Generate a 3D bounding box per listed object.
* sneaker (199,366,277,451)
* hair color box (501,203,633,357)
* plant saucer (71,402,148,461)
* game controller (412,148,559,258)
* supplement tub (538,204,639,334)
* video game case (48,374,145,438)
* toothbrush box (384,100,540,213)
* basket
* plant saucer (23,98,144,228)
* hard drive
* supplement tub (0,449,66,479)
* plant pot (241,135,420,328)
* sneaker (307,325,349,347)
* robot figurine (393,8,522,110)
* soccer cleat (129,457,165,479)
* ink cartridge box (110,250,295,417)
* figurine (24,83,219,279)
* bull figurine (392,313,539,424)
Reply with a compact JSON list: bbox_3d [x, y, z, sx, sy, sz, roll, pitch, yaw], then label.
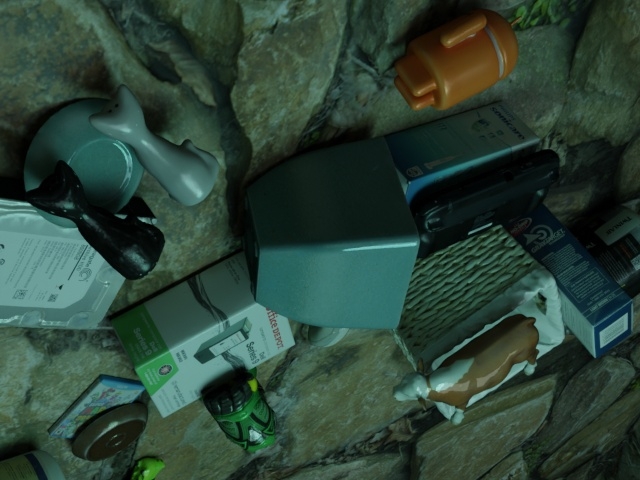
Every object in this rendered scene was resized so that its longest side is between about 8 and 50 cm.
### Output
[{"bbox_3d":[-0.161,0.335,1.971,0.134,0.146,0.343,-27,-175,-4],"label":"sneaker"},{"bbox_3d":[0.513,0.065,2.137,0.105,0.347,0.174,-34,148,-4],"label":"hair color box"},{"bbox_3d":[-0.411,0.387,1.993,0.168,0.029,0.168,-30,154,-17],"label":"plant saucer"},{"bbox_3d":[0.294,-0.066,1.826,0.319,0.067,0.166,-21,157,-21],"label":"game controller"},{"bbox_3d":[0.646,0.086,2.414,0.338,0.207,0.207,-35,147,-1],"label":"supplement tub"},{"bbox_3d":[-0.428,0.324,1.932,0.166,0.015,0.119,-46,146,15],"label":"video game case"},{"bbox_3d":[0.236,-0.111,1.871,0.295,0.126,0.216,-19,143,-23],"label":"toothbrush box"},{"bbox_3d":[0.309,0.147,2.137,0.331,0.266,0.328,-33,147,-2],"label":"basket"},{"bbox_3d":[-0.318,-0.101,1.410,0.195,0.037,0.195,-23,126,-35],"label":"plant saucer"},{"bbox_3d":[-0.434,0.026,1.488,0.339,0.064,0.237,8,123,-48],"label":"hard drive"},{"bbox_3d":[-0.623,0.532,1.826,0.316,0.228,0.228,-14,142,-29],"label":"supplement tub"},{"bbox_3d":[0.000,0.000,1.707,0.252,0.247,0.248,-6,140,-12],"label":"plant pot"},{"bbox_3d":[0.014,0.102,1.989,0.121,0.099,0.262,4,124,-35],"label":"sneaker"},{"bbox_3d":[0.227,-0.294,1.632,0.219,0.128,0.158,-28,119,-9],"label":"robot figurine"},{"bbox_3d":[-0.401,0.545,2.198,0.072,0.060,0.179,8,125,-49],"label":"soccer cleat"},{"bbox_3d":[-0.207,0.168,1.832,0.289,0.121,0.211,-29,147,-11],"label":"ink cartridge box"},{"bbox_3d":[-0.271,-0.083,1.378,0.215,0.092,0.209,-54,135,-8],"label":"figurine"},{"bbox_3d":[0.290,0.254,1.927,0.310,0.101,0.188,-29,149,-4],"label":"bull figurine"}]
